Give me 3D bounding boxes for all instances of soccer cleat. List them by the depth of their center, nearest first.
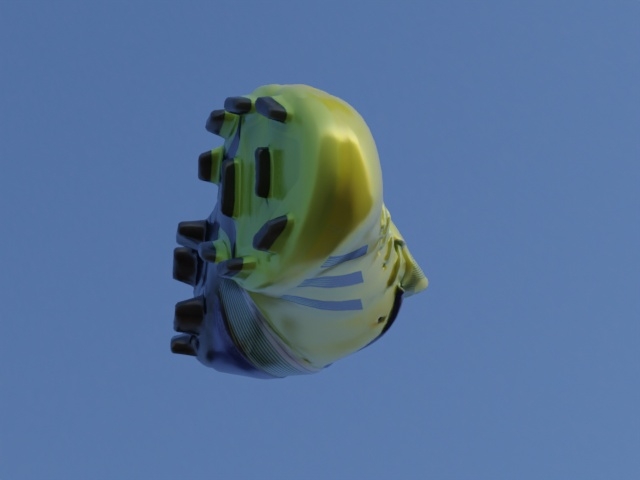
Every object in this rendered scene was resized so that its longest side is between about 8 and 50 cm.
[{"bbox_3d":[0.000,-0.001,0.871,0.121,0.093,0.289,4,-18,-10],"label":"soccer cleat"}]
